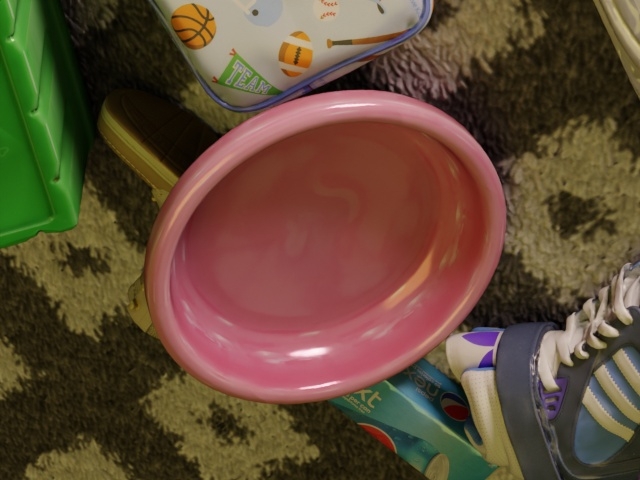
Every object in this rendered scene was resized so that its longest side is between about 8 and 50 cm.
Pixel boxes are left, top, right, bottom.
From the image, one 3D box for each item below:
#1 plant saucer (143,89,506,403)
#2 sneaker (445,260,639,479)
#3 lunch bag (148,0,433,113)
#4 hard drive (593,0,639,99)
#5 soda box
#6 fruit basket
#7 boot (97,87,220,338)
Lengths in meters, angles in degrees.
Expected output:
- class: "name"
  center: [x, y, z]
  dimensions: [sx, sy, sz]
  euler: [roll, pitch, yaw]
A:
- class: "plant saucer"
  center: [0.000, 0.000, 1.296]
  dimensions: [0.332, 0.084, 0.332]
  euler: [-10, 129, -13]
- class: "sneaker"
  center: [0.229, 0.099, 1.311]
  dimensions: [0.236, 0.130, 0.323]
  euler: [14, 126, 13]
- class: "lunch bag"
  center: [-0.039, -0.268, 1.204]
  dimensions: [0.243, 0.115, 0.303]
  euler: [-25, 109, 17]
- class: "hard drive"
  center: [0.365, -0.242, 1.089]
  dimensions: [0.339, 0.064, 0.237]
  euler: [-18, 112, 30]
- class: "soda box"
  center: [0.087, 0.165, 1.452]
  dimensions: [0.210, 0.067, 0.071]
  euler: [38, 126, -2]
- class: "fruit basket"
  center: [-0.382, -0.201, 1.339]
  dimensions: [0.283, 0.392, 0.392]
  euler: [-16, 117, -7]
- class: "boot"
  center: [-0.149, -0.010, 1.430]
  dimensions: [0.262, 0.095, 0.203]
  euler: [39, 128, -10]
